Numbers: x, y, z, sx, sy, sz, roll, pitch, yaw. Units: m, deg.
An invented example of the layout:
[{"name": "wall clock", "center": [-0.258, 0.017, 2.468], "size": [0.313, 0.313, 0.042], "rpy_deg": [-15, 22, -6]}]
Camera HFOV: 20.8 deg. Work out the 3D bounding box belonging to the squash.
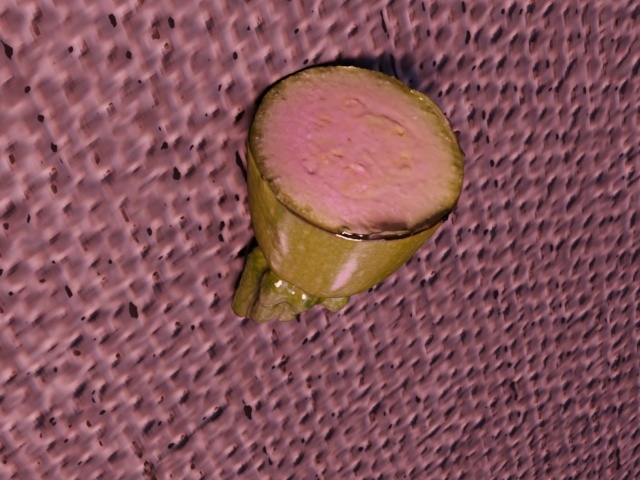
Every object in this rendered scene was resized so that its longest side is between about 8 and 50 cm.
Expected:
[{"name": "squash", "center": [0.004, -0.002, 0.839], "size": [0.105, 0.105, 0.132], "rpy_deg": [-24, 152, -31]}]
